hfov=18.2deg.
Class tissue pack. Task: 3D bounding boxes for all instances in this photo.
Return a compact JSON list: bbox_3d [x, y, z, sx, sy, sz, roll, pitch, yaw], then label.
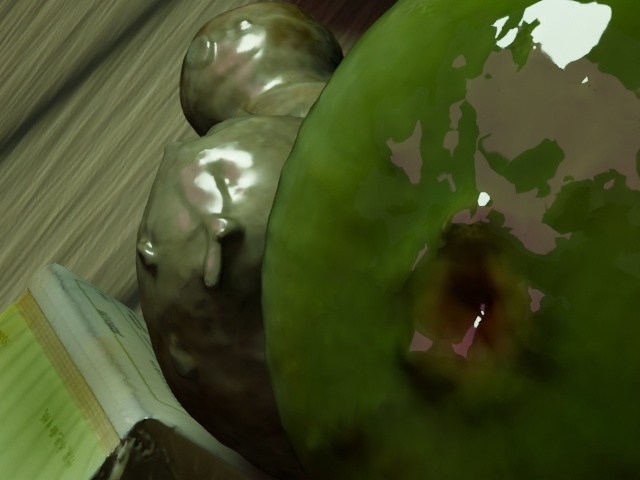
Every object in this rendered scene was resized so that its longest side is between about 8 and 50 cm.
[{"bbox_3d":[-0.106,0.129,1.121,0.125,0.159,0.234,-50,29,2],"label":"tissue pack"}]

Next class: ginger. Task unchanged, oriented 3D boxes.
[{"bbox_3d":[0.000,0.000,1.053,0.155,0.244,0.304,-35,24,16],"label":"ginger"}]

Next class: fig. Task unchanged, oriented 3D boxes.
[{"bbox_3d":[0.141,0.015,0.798,0.316,0.316,0.316,-35,33,27],"label":"fig"}]
